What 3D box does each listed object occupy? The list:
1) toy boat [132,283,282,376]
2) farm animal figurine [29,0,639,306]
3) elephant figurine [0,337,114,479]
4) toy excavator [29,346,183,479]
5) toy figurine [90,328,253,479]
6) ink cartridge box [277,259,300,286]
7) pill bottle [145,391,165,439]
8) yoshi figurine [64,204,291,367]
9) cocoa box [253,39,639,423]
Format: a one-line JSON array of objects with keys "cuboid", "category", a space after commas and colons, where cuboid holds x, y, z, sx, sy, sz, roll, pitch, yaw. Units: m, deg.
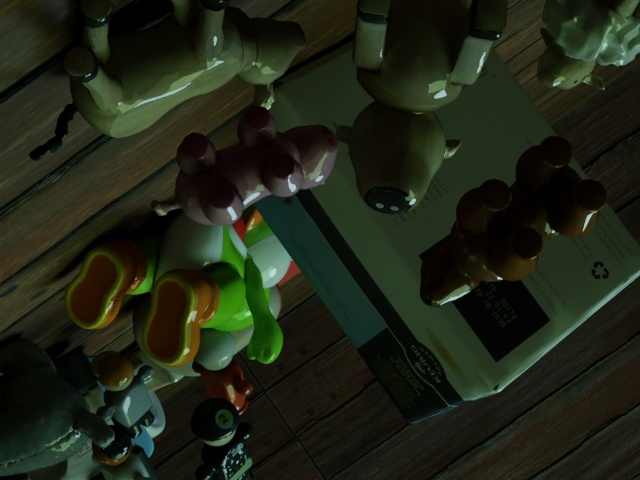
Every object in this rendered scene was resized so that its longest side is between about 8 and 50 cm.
[{"cuboid": [-0.166, 0.086, 1.466, 0.231, 0.151, 0.151, -38, -158, 19], "category": "toy boat"}, {"cuboid": [0.032, -0.115, 0.650, 0.327, 0.330, 0.172, -63, 176, -14], "category": "farm animal figurine"}, {"cuboid": [-0.396, 0.242, 1.165, 0.239, 0.169, 0.186, -36, 180, -27], "category": "elephant figurine"}, {"cuboid": [-0.379, 0.282, 1.561, 0.433, 0.222, 0.445, -33, -174, -20], "category": "toy excavator"}, {"cuboid": [-0.191, 0.225, 1.285, 0.209, 0.213, 0.148, -10, 129, 2], "category": "toy figurine"}, {"cuboid": [0.000, 0.000, 1.645, 0.224, 0.056, 0.181, -36, 150, -2], "category": "ink cartridge box"}, {"cuboid": [-0.442, 0.373, 1.894, 0.272, 0.152, 0.152, -36, 173, 10], "category": "pill bottle"}, {"cuboid": [-0.137, 0.061, 1.191, 0.203, 0.204, 0.362, -21, -178, 25], "category": "yoshi figurine"}, {"cuboid": [0.110, -0.025, 1.037, 0.231, 0.347, 0.228, -33, 173, -23], "category": "cocoa box"}]
